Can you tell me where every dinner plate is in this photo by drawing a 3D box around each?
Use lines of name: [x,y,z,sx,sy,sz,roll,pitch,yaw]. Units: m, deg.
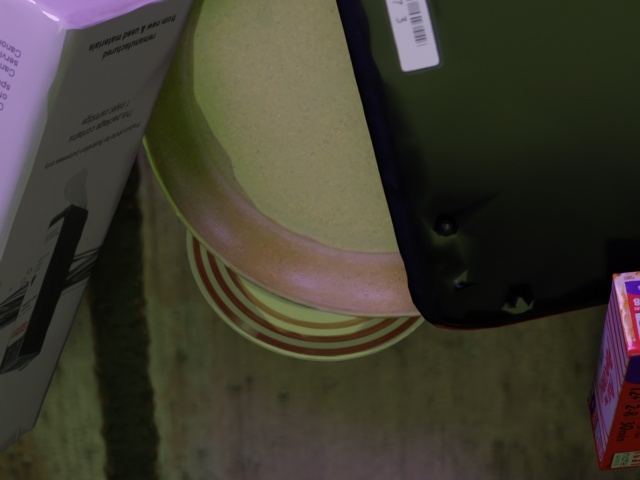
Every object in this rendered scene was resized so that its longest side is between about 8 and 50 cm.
dinner plate: [0.000,0.000,0.854,0.141,0.017,0.141,3,118,5]

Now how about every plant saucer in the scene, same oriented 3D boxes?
plant saucer: [0.031,-0.078,0.785,0.241,0.037,0.241,-1,113,-1]

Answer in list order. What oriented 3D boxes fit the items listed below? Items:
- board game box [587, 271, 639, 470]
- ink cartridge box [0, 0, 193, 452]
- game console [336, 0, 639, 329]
board game box: [0.234,0.057,0.788,0.193,0.045,0.147,-6,151,1]
ink cartridge box: [-0.204,-0.040,0.770,0.197,0.114,0.273,32,118,14]
game console: [0.169,-0.161,0.711,0.342,0.060,0.387,-11,111,10]
